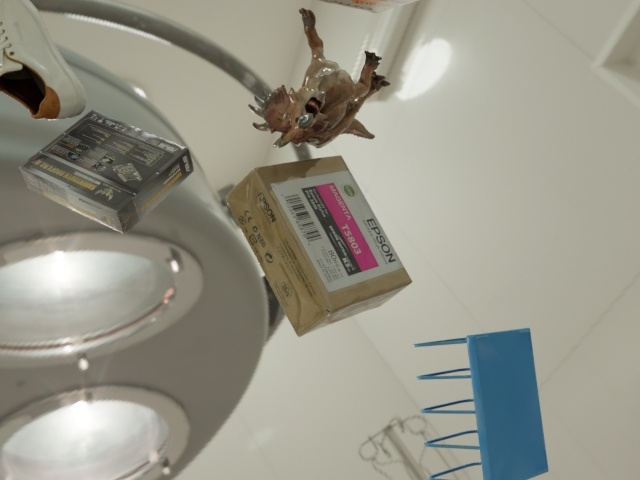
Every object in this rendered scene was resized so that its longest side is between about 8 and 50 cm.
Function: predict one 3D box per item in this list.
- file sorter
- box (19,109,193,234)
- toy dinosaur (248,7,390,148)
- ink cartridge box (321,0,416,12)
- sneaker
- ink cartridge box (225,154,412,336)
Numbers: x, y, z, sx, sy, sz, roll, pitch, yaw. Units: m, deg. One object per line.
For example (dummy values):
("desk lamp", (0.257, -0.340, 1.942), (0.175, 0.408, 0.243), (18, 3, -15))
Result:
("file sorter", (0.184, 0.196, 0.916), (0.118, 0.170, 0.104), (1, -9, -44))
("box", (-0.364, -0.123, 1.327), (0.183, 0.231, 0.056), (-51, -28, -34))
("toy dinosaur", (-0.005, -0.187, 1.120), (0.200, 0.127, 0.296), (-61, -19, -9))
("ink cartridge box", (0.028, -0.250, 0.566), (0.128, 0.176, 0.127), (8, -82, -18))
("sneaker", (-0.523, -0.327, 1.304), (0.106, 0.290, 0.123), (-41, -3, 30))
("ink cartridge box", (0.000, 0.000, 1.126), (0.193, 0.235, 0.088), (-16, -18, -46))
